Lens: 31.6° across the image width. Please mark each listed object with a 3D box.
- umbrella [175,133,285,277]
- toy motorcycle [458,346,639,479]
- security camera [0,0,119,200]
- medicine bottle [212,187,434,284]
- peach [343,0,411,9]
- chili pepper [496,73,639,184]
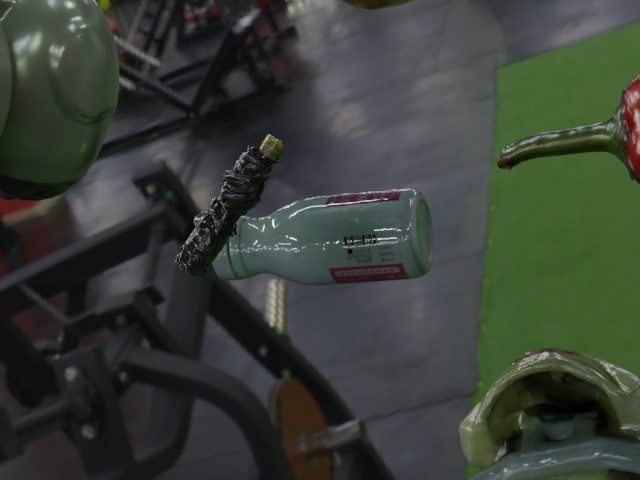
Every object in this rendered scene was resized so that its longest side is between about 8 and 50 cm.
[{"bbox_3d":[-0.080,-0.033,1.007,0.037,0.040,0.144,35,91,38],"label":"umbrella"},{"bbox_3d":[0.175,0.230,0.690,0.169,0.237,0.410,-18,38,17],"label":"toy motorcycle"},{"bbox_3d":[-0.265,-0.118,0.836,0.197,0.191,0.277,21,15,23],"label":"security camera"},{"bbox_3d":[0.000,0.000,1.134,0.217,0.090,0.090,-4,24,19],"label":"medicine bottle"},{"bbox_3d":[0.037,-0.339,1.056,0.153,0.251,0.251,-18,16,-23],"label":"peach"},{"bbox_3d":[0.302,-0.058,0.674,0.369,0.091,0.137,3,-23,-12],"label":"chili pepper"}]
